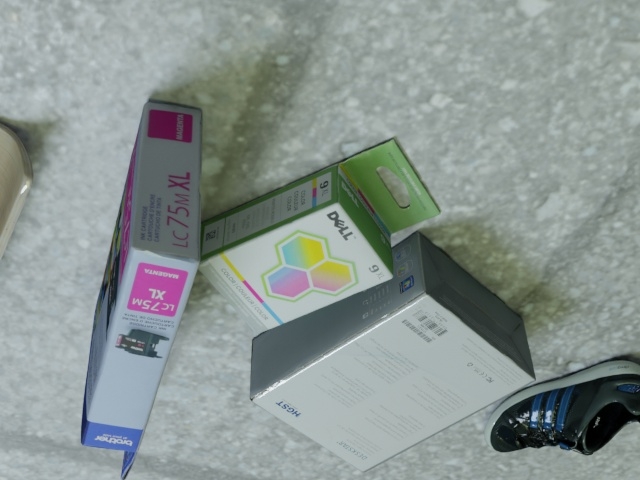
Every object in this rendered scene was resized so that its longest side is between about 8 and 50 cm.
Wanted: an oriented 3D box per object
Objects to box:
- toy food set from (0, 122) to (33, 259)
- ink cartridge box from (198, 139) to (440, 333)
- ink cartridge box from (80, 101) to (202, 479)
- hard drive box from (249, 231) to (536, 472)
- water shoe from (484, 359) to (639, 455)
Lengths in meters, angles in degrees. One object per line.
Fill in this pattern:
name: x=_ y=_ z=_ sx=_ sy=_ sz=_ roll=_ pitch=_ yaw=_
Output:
toy food set: x=-0.428 y=-0.037 z=0.911 sx=0.306 sy=0.092 sz=0.219 roll=19 pitch=130 yaw=-19
ink cartridge box: x=0.000 y=0.000 z=0.977 sx=0.209 sy=0.062 sz=0.109 roll=-23 pitch=129 yaw=18
ink cartridge box: x=-0.166 y=0.054 z=0.939 sx=0.065 sy=0.185 sz=0.311 roll=8 pitch=133 yaw=-13
hard drive box: x=0.071 y=0.123 z=1.077 sx=0.232 sy=0.089 sz=0.181 roll=-34 pitch=125 yaw=26
water shoe: x=0.271 y=0.201 z=1.161 sx=0.203 sy=0.080 sz=0.073 roll=-32 pitch=126 yaw=25
